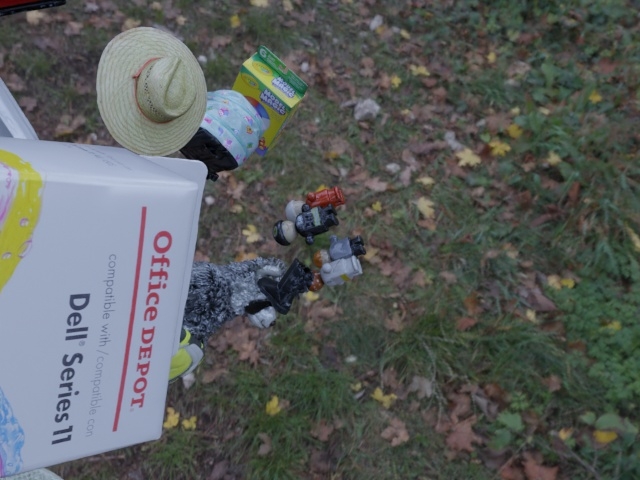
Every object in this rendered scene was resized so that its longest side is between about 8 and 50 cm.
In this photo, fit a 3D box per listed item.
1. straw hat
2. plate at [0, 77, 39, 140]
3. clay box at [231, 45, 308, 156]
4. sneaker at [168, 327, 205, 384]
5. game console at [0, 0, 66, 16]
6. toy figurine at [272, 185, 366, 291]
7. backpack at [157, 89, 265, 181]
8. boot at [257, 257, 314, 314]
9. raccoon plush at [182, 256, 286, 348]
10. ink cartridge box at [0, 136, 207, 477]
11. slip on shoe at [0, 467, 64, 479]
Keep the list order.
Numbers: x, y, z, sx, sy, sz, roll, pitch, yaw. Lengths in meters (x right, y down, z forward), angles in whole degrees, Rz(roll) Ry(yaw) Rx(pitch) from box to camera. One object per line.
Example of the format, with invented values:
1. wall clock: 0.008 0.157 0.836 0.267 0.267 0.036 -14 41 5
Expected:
1. straw hat: -0.166 -0.163 0.688 0.144 0.144 0.061 -25 18 -38
2. plate: -0.533 -0.176 1.085 0.045 0.278 0.277 -29 77 -28
3. clay box: -0.118 -0.276 1.278 0.127 0.222 0.053 41 59 -1
4. sneaker: -0.283 0.198 0.960 0.145 0.384 0.147 38 59 1
5. game console: -0.488 -0.408 1.004 0.144 0.085 0.124 -13 50 -6
6. toy figurine: 0.000 0.000 1.451 0.148 0.209 0.213 -20 19 15
7. backpack: -0.179 -0.180 1.056 0.152 0.182 0.115 41 73 -31
8. boot: -0.069 0.079 1.255 0.045 0.099 0.121 25 14 -39
9. raccoon plush: -0.283 0.053 1.468 0.446 0.299 0.216 48 -2 -13
10. ink cartridge box: -0.211 0.040 0.423 0.353 0.207 0.119 -2 19 -43
11. slip on shoe: -0.578 0.482 1.209 0.331 0.101 0.123 24 60 8
